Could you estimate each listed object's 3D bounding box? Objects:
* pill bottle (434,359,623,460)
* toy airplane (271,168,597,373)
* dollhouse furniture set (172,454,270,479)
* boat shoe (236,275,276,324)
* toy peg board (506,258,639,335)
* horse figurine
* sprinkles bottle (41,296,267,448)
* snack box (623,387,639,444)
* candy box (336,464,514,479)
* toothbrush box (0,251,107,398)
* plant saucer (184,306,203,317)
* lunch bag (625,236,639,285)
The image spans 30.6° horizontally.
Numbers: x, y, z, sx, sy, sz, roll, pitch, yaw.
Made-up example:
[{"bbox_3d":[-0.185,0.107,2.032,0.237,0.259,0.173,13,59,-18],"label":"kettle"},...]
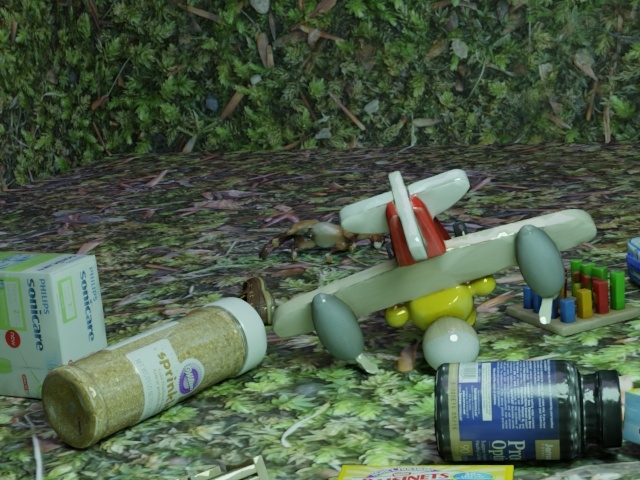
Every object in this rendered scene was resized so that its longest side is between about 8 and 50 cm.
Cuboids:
[{"bbox_3d":[0.253,0.207,1.427,0.219,0.122,0.123,-3,13,11],"label":"pill bottle"},{"bbox_3d":[0.171,0.063,1.754,0.385,0.272,0.386,1,-26,-35],"label":"toy airplane"},{"bbox_3d":[-0.133,0.311,1.197,0.129,0.128,0.184,-15,-8,-34],"label":"dollhouse furniture set"},{"bbox_3d":[-0.124,0.108,2.126,0.060,0.064,0.178,-6,16,-12],"label":"boat shoe"},{"bbox_3d":[0.421,0.089,1.964,0.161,0.079,0.161,-11,14,-24],"label":"toy peg board"},{"bbox_3d":[0.000,0.000,2.542,0.263,0.066,0.174,2,20,17],"label":"horse figurine"},{"bbox_3d":[-0.234,0.186,1.709,0.121,0.121,0.355,5,17,38],"label":"sprinkles bottle"},{"bbox_3d":[0.496,0.212,1.393,0.207,0.070,0.174,-7,12,-35],"label":"snack box"},{"bbox_3d":[0.118,0.288,1.343,0.206,0.027,0.105,-2,10,11],"label":"candy box"},{"bbox_3d":[-0.491,0.131,1.858,0.283,0.206,0.122,2,14,25],"label":"toothbrush box"},{"bbox_3d":[-0.208,0.136,2.149,0.084,0.013,0.083,-5,14,1],"label":"plant saucer"},{"bbox_3d":[0.638,0.045,2.042,0.176,0.090,0.219,-5,13,-5],"label":"lunch bag"}]
